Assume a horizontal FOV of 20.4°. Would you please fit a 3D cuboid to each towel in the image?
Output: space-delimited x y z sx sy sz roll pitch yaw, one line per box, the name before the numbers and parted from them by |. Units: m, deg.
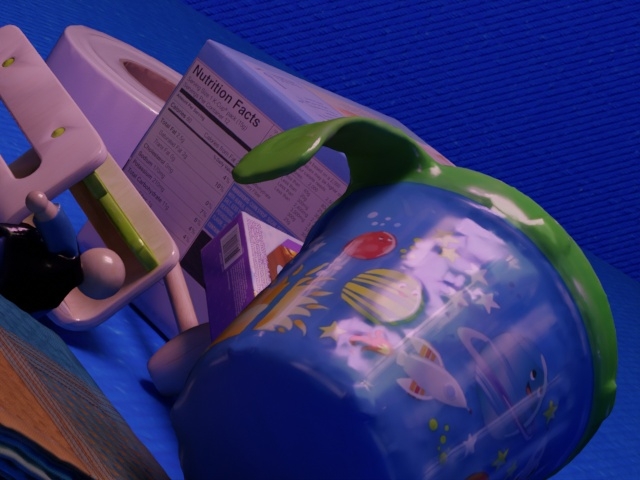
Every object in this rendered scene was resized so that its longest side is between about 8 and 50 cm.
towel | -0.216 0.060 1.025 0.271 0.040 0.370 44 0 41

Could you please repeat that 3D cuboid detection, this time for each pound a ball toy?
pound a ball toy | -0.207 -0.010 1.422 0.208 0.136 0.319 58 -5 -37

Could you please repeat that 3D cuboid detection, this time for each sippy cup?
sippy cup | 0.034 0.096 1.101 0.305 0.240 0.224 44 39 10

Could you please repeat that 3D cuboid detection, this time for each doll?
doll | -0.219 0.014 1.221 0.189 0.129 0.046 10 34 -32

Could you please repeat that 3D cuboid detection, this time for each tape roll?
tape roll | -0.181 -0.117 1.932 0.286 0.100 0.286 34 11 -7

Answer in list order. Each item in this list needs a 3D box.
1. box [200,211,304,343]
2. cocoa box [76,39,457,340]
box | 0.017 0.134 1.299 0.201 0.057 0.293 27 35 -32
cocoa box | 0.000 0.000 1.626 0.231 0.228 0.347 41 13 30
